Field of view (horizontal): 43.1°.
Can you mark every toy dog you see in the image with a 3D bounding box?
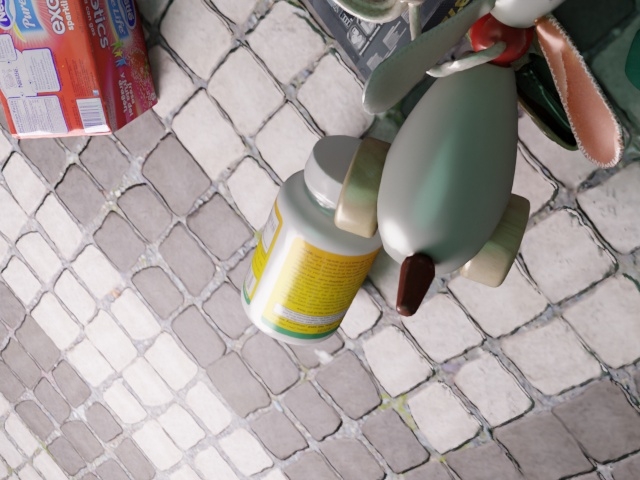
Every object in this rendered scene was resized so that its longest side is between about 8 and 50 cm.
[{"bbox_3d":[0.099,-0.073,0.583,0.220,0.161,0.334,3,131,16],"label":"toy dog"}]

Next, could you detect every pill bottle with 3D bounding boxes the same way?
[{"bbox_3d":[0.000,0.000,0.827,0.117,0.117,0.208,35,129,14],"label":"pill bottle"}]

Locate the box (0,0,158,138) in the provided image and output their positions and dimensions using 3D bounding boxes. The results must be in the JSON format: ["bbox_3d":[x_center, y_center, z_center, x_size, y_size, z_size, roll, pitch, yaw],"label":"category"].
[{"bbox_3d":[-0.278,-0.248,0.863,0.128,0.122,0.257,-1,115,16],"label":"box"}]

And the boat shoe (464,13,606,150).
[{"bbox_3d":[0.162,-0.154,0.659,0.190,0.072,0.068,48,132,3],"label":"boat shoe"}]

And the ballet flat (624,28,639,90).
[{"bbox_3d":[0.324,-0.137,0.547,0.247,0.087,0.083,-3,113,36],"label":"ballet flat"}]

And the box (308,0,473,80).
[{"bbox_3d":[0.071,-0.264,0.641,0.183,0.059,0.233,56,133,19],"label":"box"}]
